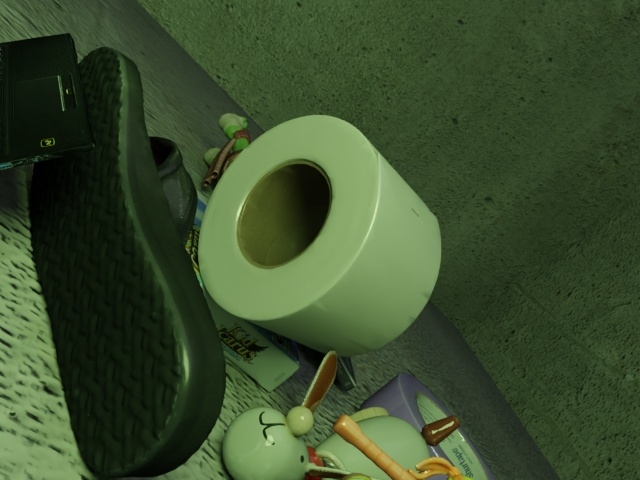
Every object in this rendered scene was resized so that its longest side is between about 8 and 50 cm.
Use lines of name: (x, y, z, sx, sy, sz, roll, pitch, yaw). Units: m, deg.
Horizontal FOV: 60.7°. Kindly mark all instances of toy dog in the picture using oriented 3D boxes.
toy dog: (0.057, 0.232, 0.609, 0.220, 0.161, 0.333, 52, 11, 20)

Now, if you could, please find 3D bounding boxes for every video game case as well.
video game case: (-0.017, 0.101, 0.948, 0.274, 0.026, 0.196, 63, 4, -15)
video game case: (-0.141, 0.042, 0.758, 0.244, 0.061, 0.270, 44, 12, -24)

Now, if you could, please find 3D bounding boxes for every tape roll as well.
tape roll: (0.186, 0.356, 0.902, 0.275, 0.090, 0.275, 46, 10, -11)
tape roll: (0.000, 0.000, 0.652, 0.169, 0.246, 0.246, 37, 16, -49)

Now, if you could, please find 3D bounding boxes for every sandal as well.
sandal: (-0.179, -0.005, 0.511, 0.107, 0.167, 0.446, 26, 33, -51)

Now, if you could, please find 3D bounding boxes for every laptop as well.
laptop: (-0.339, -0.154, 0.423, 0.137, 0.264, 0.234, 90, -23, -43)

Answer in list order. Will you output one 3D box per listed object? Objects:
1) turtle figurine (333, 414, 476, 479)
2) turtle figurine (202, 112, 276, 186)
turtle figurine: (0.040, 0.227, 0.396, 0.269, 0.217, 0.087, 43, 12, -28)
turtle figurine: (-0.123, -0.142, 1.149, 0.266, 0.274, 0.198, 53, -24, 43)
